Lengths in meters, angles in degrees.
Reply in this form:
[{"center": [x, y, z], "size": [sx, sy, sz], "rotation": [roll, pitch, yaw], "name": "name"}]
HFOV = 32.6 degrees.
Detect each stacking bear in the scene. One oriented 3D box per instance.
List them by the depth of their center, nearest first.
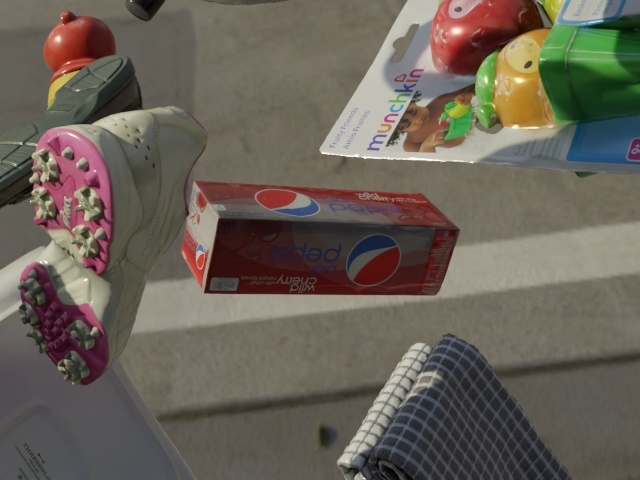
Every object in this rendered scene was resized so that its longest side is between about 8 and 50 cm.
[{"center": [-0.372, -0.222, 1.757], "size": [0.164, 0.175, 0.289], "rotation": [-18, 76, 26], "name": "stacking bear"}]

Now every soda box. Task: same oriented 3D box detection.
[{"center": [0.000, 0.000, 1.101], "size": [0.263, 0.083, 0.092], "rotation": [3, 25, -24], "name": "soda box"}]

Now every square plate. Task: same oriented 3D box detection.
[{"center": [-0.276, 0.218, 1.014], "size": [0.049, 0.347, 0.344], "rotation": [-24, 10, 42], "name": "square plate"}]

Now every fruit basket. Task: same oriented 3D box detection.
[{"center": [0.205, -0.201, 1.067], "size": [0.353, 0.165, 0.327], "rotation": [11, 55, 31], "name": "fruit basket"}]

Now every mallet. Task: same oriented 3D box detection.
[{"center": [-0.261, -0.319, 1.249], "size": [0.189, 0.039, 0.062], "rotation": [26, 75, -17], "name": "mallet"}]

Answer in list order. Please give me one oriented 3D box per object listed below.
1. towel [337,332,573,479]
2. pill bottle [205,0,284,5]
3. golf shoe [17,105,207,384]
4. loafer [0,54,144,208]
[{"center": [0.175, 0.287, 1.330], "size": [0.121, 0.284, 0.235], "rotation": [-24, 20, 40], "name": "towel"}, {"center": [-0.072, -0.368, 0.706], "size": [0.224, 0.224, 0.392], "rotation": [-15, 72, -11], "name": "pill bottle"}, {"center": [-0.168, 0.011, 0.909], "size": [0.115, 0.306, 0.140], "rotation": [44, 51, 15], "name": "golf shoe"}, {"center": [-0.286, -0.100, 1.204], "size": [0.096, 0.084, 0.267], "rotation": [11, 48, 38], "name": "loafer"}]
